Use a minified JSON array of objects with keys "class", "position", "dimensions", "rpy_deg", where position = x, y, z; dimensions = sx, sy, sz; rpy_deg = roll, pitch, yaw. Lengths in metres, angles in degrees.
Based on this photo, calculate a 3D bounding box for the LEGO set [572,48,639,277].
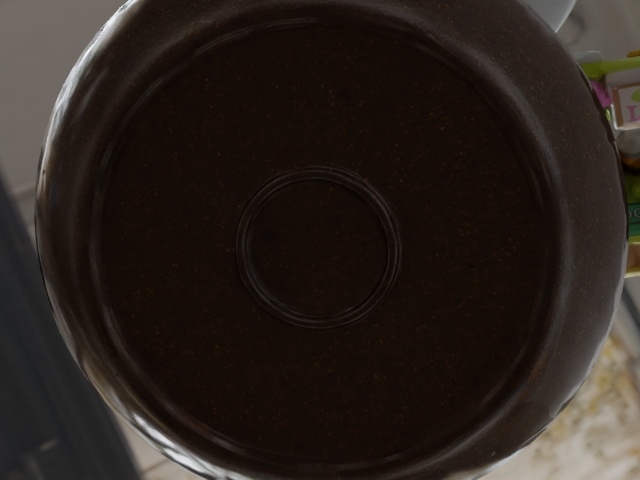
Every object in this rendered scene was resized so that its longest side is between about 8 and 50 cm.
[{"class":"LEGO set","position":[0.155,-0.072,0.601],"dimensions":[0.132,0.287,0.107],"rpy_deg":[60,-4,37]}]

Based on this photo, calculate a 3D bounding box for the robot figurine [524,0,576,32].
[{"class":"robot figurine","position":[0.013,-0.162,0.808],"dimensions":[0.278,0.173,0.209],"rpy_deg":[46,21,-51]}]

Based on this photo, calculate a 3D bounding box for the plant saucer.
[{"class":"plant saucer","position":[0.000,0.000,0.510],"dimensions":[0.168,0.029,0.169],"rpy_deg":[2,-76,7]}]
